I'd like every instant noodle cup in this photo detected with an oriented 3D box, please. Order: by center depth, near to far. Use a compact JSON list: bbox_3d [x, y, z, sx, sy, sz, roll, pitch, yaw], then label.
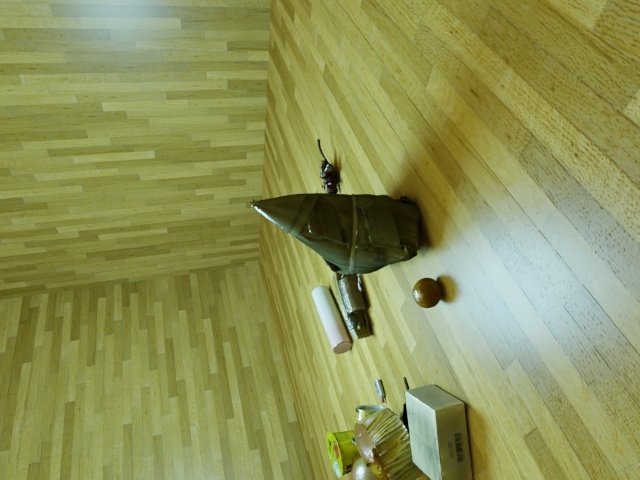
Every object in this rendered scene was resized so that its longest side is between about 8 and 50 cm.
[{"bbox_3d":[0.186,0.664,1.652,0.151,0.152,0.122,156,117,-73],"label":"instant noodle cup"},{"bbox_3d":[0.124,0.883,1.931,0.182,0.145,0.182,173,90,-72],"label":"instant noodle cup"}]

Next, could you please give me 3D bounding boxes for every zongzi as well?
[{"bbox_3d":[0.003,-0.021,1.407,0.500,0.468,0.218,133,149,-71],"label":"zongzi"}]

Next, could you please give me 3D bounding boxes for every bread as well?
[{"bbox_3d":[0.201,0.652,1.434,0.204,0.156,0.288,65,172,-1],"label":"bread"}]

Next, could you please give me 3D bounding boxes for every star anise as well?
[{"bbox_3d":[0.028,-0.277,1.861,0.177,0.074,0.233,-109,2,-59],"label":"star anise"}]

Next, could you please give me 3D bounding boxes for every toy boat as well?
[{"bbox_3d":[0.120,0.224,1.753,0.115,0.090,0.310,115,144,-57],"label":"toy boat"}]

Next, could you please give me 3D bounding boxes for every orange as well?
[{"bbox_3d":[0.280,0.137,1.206,0.085,0.085,0.084,173,90,-74],"label":"orange"}]

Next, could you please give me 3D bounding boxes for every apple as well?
[{"bbox_3d":[0.197,0.830,1.586,0.188,0.189,0.173,109,152,-57],"label":"apple"}]

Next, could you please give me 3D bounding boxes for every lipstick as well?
[{"bbox_3d":[0.047,0.349,2.059,0.326,0.087,0.087,-114,23,-44],"label":"lipstick"}]

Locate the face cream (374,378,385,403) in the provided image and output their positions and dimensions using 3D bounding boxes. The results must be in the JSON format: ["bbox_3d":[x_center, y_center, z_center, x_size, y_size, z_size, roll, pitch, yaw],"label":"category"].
[{"bbox_3d":[0.218,0.553,1.682,0.040,0.021,0.083,115,145,-61],"label":"face cream"}]

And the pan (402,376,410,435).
[{"bbox_3d":[0.292,0.517,1.367,0.128,0.048,0.201,-130,35,-60],"label":"pan"}]

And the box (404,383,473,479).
[{"bbox_3d":[0.311,0.515,1.221,0.168,0.095,0.211,-175,78,-75],"label":"box"}]

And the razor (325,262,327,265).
[{"bbox_3d":[0.062,0.098,2.001,0.135,0.040,0.068,-145,49,-62],"label":"razor"}]
